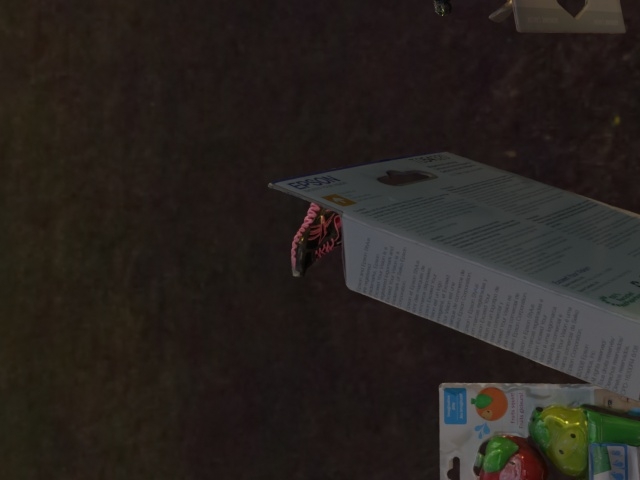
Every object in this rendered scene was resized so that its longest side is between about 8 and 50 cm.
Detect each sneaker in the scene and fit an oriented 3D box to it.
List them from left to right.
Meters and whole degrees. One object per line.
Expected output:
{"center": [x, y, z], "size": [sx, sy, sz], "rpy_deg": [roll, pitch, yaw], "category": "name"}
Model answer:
{"center": [0.000, 0.000, 1.321], "size": [0.047, 0.057, 0.119], "rpy_deg": [93, -163, -53], "category": "sneaker"}

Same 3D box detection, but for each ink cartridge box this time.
{"center": [0.171, 0.010, 0.902], "size": [0.330, 0.324, 0.071], "rpy_deg": [20, 109, 29], "category": "ink cartridge box"}
{"center": [0.235, -0.337, 1.135], "size": [0.060, 0.275, 0.239], "rpy_deg": [-6, 95, 39], "category": "ink cartridge box"}

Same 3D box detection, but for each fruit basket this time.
{"center": [0.377, 0.402, 1.766], "size": [0.165, 0.353, 0.327], "rpy_deg": [76, -165, -85], "category": "fruit basket"}

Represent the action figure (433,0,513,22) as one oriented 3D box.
{"center": [0.262, -0.516, 1.788], "size": [0.341, 0.178, 0.330], "rpy_deg": [71, 174, -52], "category": "action figure"}
